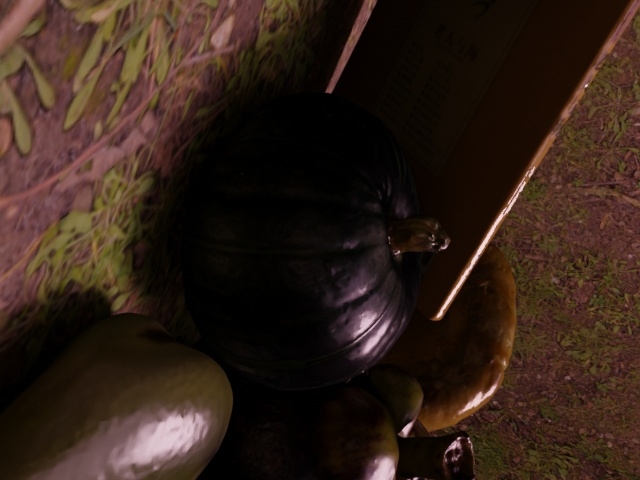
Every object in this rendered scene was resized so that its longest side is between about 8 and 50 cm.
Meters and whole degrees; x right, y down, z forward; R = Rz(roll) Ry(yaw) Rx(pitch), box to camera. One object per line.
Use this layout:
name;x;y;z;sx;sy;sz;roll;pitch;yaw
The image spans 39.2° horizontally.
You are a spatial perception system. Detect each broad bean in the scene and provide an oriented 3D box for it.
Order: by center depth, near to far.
broad bean;-0.159;0.153;0.584;0.263;0.121;0.189;-51;162;-42

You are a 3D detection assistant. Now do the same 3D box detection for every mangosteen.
mangosteen;-0.032;0.222;0.903;0.313;0.297;0.297;-6;139;-24

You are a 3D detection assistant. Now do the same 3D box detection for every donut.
donut;0.119;0.109;1.343;0.360;0.360;0.170;-60;170;-13

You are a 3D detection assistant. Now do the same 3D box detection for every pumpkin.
pumpkin;0.000;0.000;0.750;0.250;0.216;0.250;-6;90;-71

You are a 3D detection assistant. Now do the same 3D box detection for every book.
book;0.122;-0.156;0.826;0.032;0.269;0.389;8;121;-42
